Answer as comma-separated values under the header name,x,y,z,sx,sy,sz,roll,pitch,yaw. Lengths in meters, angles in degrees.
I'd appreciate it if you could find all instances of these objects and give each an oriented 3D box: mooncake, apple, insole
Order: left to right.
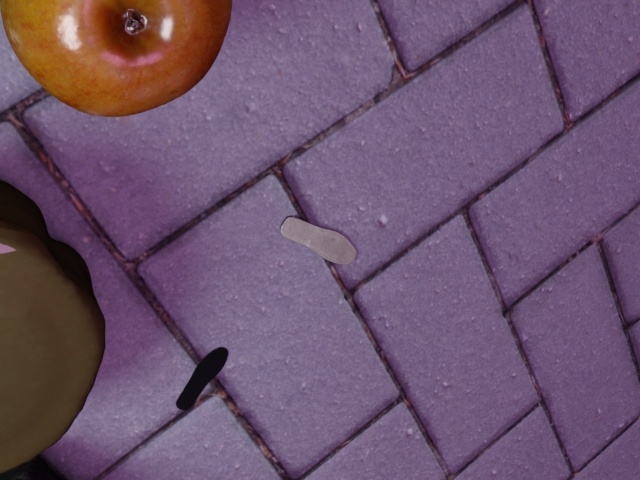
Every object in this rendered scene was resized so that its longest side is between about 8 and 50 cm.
name,x,y,z,sx,sy,sz,roll,pitch,yaw
mooncake,-0.570,0.130,1.038,0.467,0.262,0.466,-10,113,-25
apple,-0.261,-0.307,0.909,0.299,0.275,0.298,-11,114,-24
insole,-0.239,0.278,1.402,0.053,0.002,0.152,33,90,-32
insole,0.000,0.000,1.425,0.192,0.010,0.063,24,95,-32

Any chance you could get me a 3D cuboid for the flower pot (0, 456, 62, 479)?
name,x,y,z,sx,sy,sz,roll,pitch,yaw
flower pot,-0.534,0.531,1.181,0.379,0.379,0.251,-24,99,-18
